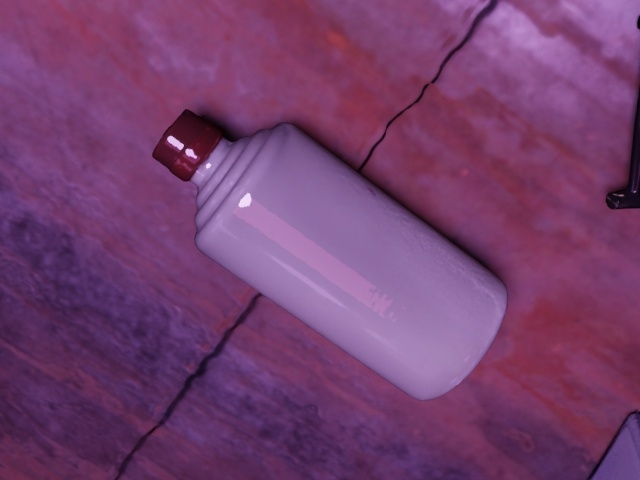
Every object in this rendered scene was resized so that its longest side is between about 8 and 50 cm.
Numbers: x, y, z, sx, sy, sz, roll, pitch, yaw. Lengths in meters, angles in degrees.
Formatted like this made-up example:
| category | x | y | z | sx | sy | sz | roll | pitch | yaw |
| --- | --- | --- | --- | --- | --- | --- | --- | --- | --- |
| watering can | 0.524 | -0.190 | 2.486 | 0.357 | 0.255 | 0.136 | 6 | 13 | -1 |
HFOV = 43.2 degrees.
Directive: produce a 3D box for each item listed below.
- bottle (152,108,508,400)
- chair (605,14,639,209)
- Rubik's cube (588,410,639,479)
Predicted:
| category | x | y | z | sx | sy | sz | roll | pitch | yaw |
| --- | --- | --- | --- | --- | --- | --- | --- | --- | --- |
| bottle | 0.000 | 0.000 | 0.535 | 0.245 | 0.104 | 0.104 | 36 | 114 | -9 |
| chair | 0.257 | -0.119 | 0.431 | 0.155 | 0.141 | 0.260 | 3 | 112 | 7 |
| Rubik's cube | 0.285 | 0.285 | 0.571 | 0.205 | 0.205 | 0.207 | 19 | 117 | -1 |
